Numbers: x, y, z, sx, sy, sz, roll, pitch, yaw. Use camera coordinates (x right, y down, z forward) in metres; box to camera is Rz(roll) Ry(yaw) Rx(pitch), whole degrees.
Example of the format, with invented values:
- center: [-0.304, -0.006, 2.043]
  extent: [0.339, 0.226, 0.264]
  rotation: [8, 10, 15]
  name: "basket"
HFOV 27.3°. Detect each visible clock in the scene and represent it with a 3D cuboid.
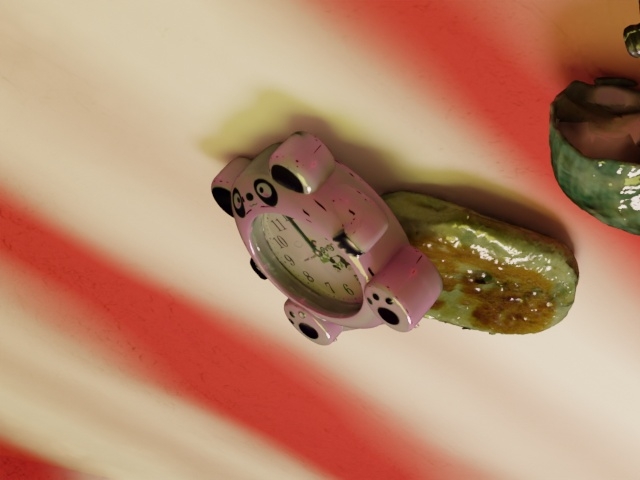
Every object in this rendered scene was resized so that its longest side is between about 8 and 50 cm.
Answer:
- center: [0.000, 0.000, 1.482]
  extent: [0.248, 0.090, 0.228]
  rotation: [51, 148, -15]
  name: "clock"

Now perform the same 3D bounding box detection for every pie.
- center: [0.166, 0.033, 1.573]
  extent: [0.303, 0.066, 0.302]
  rotation: [10, 153, 5]
  name: "pie"

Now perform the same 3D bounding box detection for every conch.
- center: [0.348, -0.055, 1.212]
  extent: [0.220, 0.277, 0.195]
  rotation: [-10, 148, -45]
  name: "conch"

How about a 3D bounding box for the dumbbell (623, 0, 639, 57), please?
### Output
- center: [0.362, -0.174, 0.970]
  extent: [0.290, 0.192, 0.192]
  rotation: [-9, 145, 37]
  name: "dumbbell"
